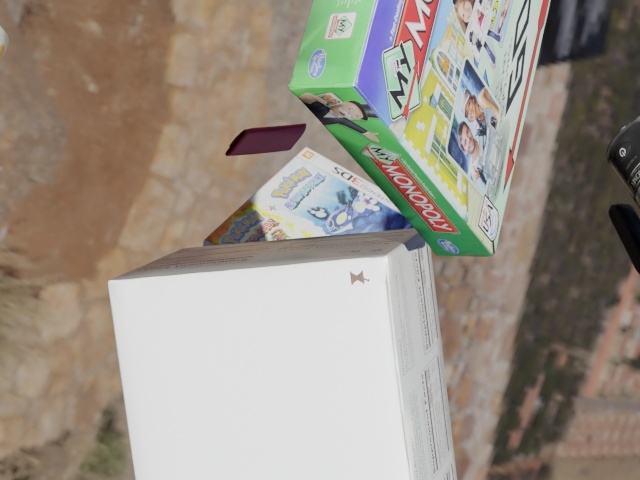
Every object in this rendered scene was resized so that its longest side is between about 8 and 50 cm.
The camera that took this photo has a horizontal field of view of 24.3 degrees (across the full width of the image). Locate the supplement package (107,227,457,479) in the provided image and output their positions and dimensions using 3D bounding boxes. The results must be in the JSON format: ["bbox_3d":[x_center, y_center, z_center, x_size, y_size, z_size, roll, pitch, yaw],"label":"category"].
[{"bbox_3d":[-0.019,0.135,1.071,0.145,0.204,0.262,-27,111,-73],"label":"supplement package"}]

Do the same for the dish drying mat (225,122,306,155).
[{"bbox_3d":[-0.045,-0.085,1.243,0.083,0.008,0.032,-10,149,-53],"label":"dish drying mat"}]

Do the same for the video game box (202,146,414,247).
[{"bbox_3d":[0.000,0.000,1.677,0.205,0.187,0.048,-45,154,-38],"label":"video game box"}]

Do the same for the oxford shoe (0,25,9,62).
[{"bbox_3d":[-0.367,-0.247,0.970,0.130,0.169,0.449,-42,100,-23],"label":"oxford shoe"}]

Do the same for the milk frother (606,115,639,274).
[{"bbox_3d":[0.351,-0.038,1.370,0.143,0.135,0.129,-12,145,-16],"label":"milk frother"}]

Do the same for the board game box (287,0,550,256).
[{"bbox_3d":[0.083,-0.177,0.933,0.213,0.046,0.317,45,54,-52],"label":"board game box"}]
